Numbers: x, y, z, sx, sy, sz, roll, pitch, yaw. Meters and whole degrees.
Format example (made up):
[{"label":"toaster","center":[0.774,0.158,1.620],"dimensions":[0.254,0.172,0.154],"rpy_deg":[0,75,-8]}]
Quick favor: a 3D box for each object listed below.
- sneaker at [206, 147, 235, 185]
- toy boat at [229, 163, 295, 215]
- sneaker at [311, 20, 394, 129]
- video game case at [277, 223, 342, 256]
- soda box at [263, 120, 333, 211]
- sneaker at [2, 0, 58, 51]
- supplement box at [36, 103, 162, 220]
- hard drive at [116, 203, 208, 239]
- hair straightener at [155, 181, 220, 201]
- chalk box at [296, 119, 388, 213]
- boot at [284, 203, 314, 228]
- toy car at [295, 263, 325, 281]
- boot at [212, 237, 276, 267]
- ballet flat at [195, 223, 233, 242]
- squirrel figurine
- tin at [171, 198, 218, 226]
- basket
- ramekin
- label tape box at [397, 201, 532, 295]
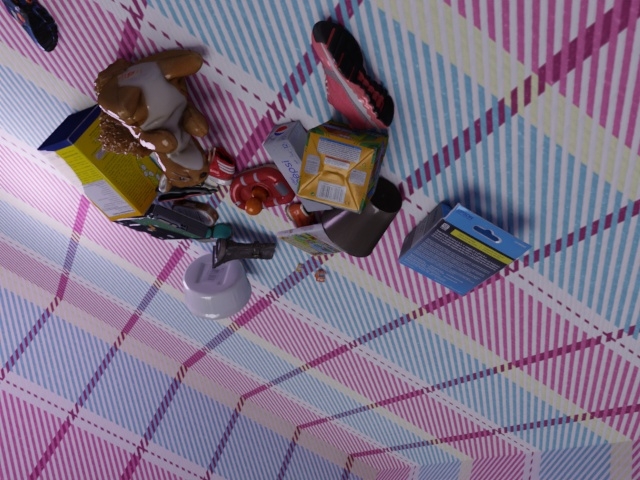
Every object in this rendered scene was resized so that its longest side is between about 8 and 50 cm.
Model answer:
[{"label":"sneaker","center":[-0.381,-0.270,1.823],"dimensions":[0.222,0.087,0.128],"rpy_deg":[14,138,-8]},{"label":"toy boat","center":[-0.202,-0.144,1.805],"dimensions":[0.231,0.151,0.151],"rpy_deg":[-9,133,38]},{"label":"sneaker","center":[0.051,-0.384,1.368],"dimensions":[0.136,0.115,0.314],"rpy_deg":[-8,134,40]},{"label":"video game case","center":[0.000,0.000,1.908],"dimensions":[0.207,0.026,0.227],"rpy_deg":[-10,157,33]},{"label":"soda box","center":[-0.051,-0.216,1.672],"dimensions":[0.098,0.091,0.286],"rpy_deg":[-4,137,35]},{"label":"sneaker","center":[-0.835,-0.644,1.588],"dimensions":[0.087,0.083,0.221],"rpy_deg":[14,141,37]},{"label":"supplement box","center":[-0.743,-0.261,1.928],"dimensions":[0.194,0.195,0.356],"rpy_deg":[-6,135,35]},{"label":"hard drive","center":[-0.619,-0.068,2.130],"dimensions":[0.339,0.064,0.237],"rpy_deg":[0,161,46]},{"label":"hair straightener","center":[-0.466,-0.185,1.947],"dimensions":[0.231,0.047,0.089],"rpy_deg":[-3,132,4]},{"label":"chalk box","center":[0.070,-0.211,1.491],"dimensions":[0.181,0.289,0.179],"rpy_deg":[16,112,8]},{"label":"boot","center":[-0.046,-0.066,1.904],"dimensions":[0.085,0.059,0.158],"rpy_deg":[-14,130,35]},{"label":"toy car","center":[-0.037,0.124,2.156],"dimensions":[0.122,0.060,0.040],"rpy_deg":[16,114,0]},{"label":"boot","center":[-0.295,0.056,2.145],"dimensions":[0.229,0.091,0.263],"rpy_deg":[4,164,-18]},{"label":"ballet flat","center":[-0.406,-0.025,2.176],"dimensions":[0.213,0.072,0.068],"rpy_deg":[-1,166,33]},{"label":"squirrel figurine","center":[-0.480,-0.333,1.637],"dimensions":[0.397,0.281,0.370],"rpy_deg":[19,148,36]},{"label":"tin","center":[-0.481,-0.105,2.126],"dimensions":[0.190,0.040,0.106],"rpy_deg":[12,148,17]},{"label":"basket","center":[0.137,-0.078,1.700],"dimensions":[0.204,0.154,0.227],"rpy_deg":[42,140,-1]},{"label":"ramekin","center":[-0.428,0.176,2.271],"dimensions":[0.278,0.277,0.135],"rpy_deg":[12,136,17]},{"label":"label tape box","center":[0.428,0.007,1.676],"dimensions":[0.249,0.115,0.347],"rpy_deg":[28,143,-7]}]
